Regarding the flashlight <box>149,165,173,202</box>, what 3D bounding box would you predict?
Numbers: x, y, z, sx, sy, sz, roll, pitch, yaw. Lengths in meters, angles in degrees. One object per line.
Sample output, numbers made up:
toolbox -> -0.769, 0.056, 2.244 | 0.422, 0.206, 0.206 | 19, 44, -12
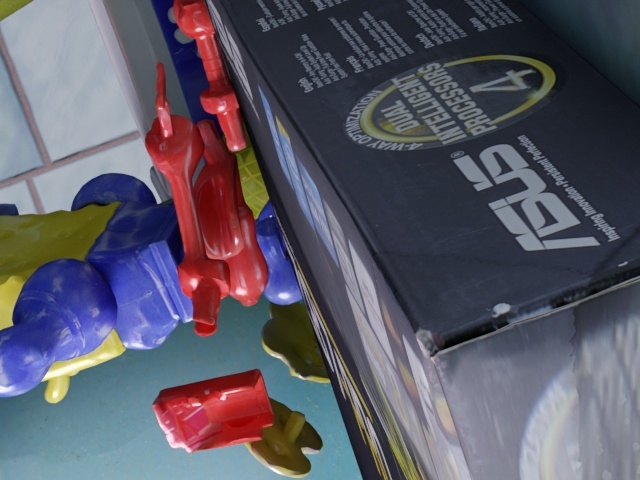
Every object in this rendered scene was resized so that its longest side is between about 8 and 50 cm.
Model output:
flashlight -> -0.055, 0.045, 1.621 | 0.103, 0.103, 0.304 | 17, -143, -53

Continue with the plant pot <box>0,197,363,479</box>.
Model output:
plant pot -> -0.079, 0.102, 1.157 | 0.271, 0.255, 0.272 | 164, 90, -76

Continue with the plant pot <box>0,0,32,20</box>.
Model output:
plant pot -> -0.238, -0.256, 1.069 | 0.366, 0.353, 0.367 | 160, 90, -84

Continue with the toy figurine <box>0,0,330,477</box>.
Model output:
toy figurine -> -0.113, -0.017, 0.916 | 0.362, 0.217, 0.191 | -74, -31, -66

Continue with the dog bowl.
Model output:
dog bowl -> -0.104, -0.171, 1.361 | 0.265, 0.104, 0.265 | 159, 90, -84

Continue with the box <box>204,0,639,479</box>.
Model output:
box -> 0.069, 0.073, 0.660 | 0.395, 0.097, 0.318 | -119, 11, -65
